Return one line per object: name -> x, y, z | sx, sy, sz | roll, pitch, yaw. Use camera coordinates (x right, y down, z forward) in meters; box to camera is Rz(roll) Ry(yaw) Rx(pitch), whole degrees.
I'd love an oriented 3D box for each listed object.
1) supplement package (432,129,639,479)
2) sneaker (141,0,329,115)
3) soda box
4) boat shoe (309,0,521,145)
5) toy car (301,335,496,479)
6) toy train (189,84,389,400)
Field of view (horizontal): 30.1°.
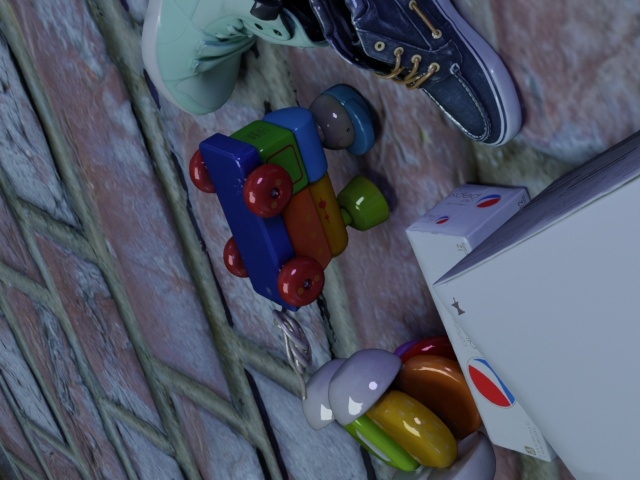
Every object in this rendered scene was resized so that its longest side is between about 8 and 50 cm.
supplement package -> 0.230, 0.036, 0.712 | 0.204, 0.145, 0.262 | 53, 152, 0
sneaker -> -0.064, -0.165, 0.972 | 0.151, 0.094, 0.256 | 38, 150, 19
soda box -> 0.147, 0.065, 0.939 | 0.069, 0.074, 0.216 | 9, 129, 52
boat shoe -> 0.062, -0.130, 0.835 | 0.183, 0.083, 0.065 | 55, 152, -5
toy car -> 0.084, 0.146, 1.055 | 0.159, 0.136, 0.182 | 42, 159, -6
toy train -> 0.000, 0.000, 1.012 | 0.105, 0.143, 0.248 | 24, 141, 51
